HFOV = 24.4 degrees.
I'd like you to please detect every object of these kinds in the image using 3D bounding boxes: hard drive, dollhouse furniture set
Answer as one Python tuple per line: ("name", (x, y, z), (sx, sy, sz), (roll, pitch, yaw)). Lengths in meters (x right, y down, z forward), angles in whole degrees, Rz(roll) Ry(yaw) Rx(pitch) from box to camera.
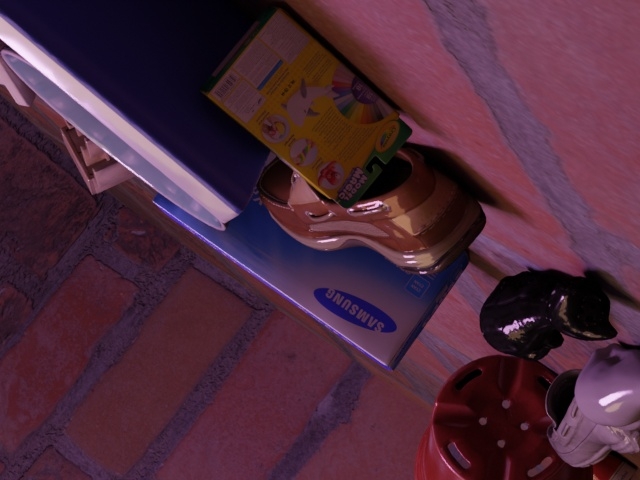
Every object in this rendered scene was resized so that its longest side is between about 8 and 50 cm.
("hard drive", (-0.164, -0.189, 1.348), (0.319, 0.210, 0.040), (40, 134, -21))
("dollhouse furniture set", (-0.270, -0.189, 1.990), (0.212, 0.161, 0.242), (59, 166, 23))

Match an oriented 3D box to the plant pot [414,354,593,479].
("plant pot", (0.265, 0.300, 2.139), (0.272, 0.272, 0.265), (35, 164, 20))

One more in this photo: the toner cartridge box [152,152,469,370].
("toner cartridge box", (-0.012, -0.010, 1.764), (0.348, 0.165, 0.075), (34, 176, 12))

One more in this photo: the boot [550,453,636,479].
("boot", (0.414, 0.363, 2.413), (0.176, 0.088, 0.244), (36, 164, 16))

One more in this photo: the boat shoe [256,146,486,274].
("boat shoe", (0.034, -0.061, 1.524), (0.324, 0.122, 0.120), (13, 151, 53))

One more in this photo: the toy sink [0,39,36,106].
("toy sink", (-0.396, -0.273, 1.671), (0.131, 0.152, 0.234), (11, 163, 9))

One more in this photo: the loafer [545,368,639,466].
("loafer", (0.325, 0.201, 1.775), (0.111, 0.112, 0.319), (42, 165, 5))

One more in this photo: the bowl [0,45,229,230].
("bowl", (-0.179, -0.168, 1.624), (0.312, 0.163, 0.311), (36, 172, 6))

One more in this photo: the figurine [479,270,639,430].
("figurine", (0.287, 0.113, 1.499), (0.215, 0.092, 0.209), (37, 169, -7))

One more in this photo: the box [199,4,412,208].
("box", (-0.009, -0.119, 1.353), (0.179, 0.105, 0.043), (40, 180, -20))
